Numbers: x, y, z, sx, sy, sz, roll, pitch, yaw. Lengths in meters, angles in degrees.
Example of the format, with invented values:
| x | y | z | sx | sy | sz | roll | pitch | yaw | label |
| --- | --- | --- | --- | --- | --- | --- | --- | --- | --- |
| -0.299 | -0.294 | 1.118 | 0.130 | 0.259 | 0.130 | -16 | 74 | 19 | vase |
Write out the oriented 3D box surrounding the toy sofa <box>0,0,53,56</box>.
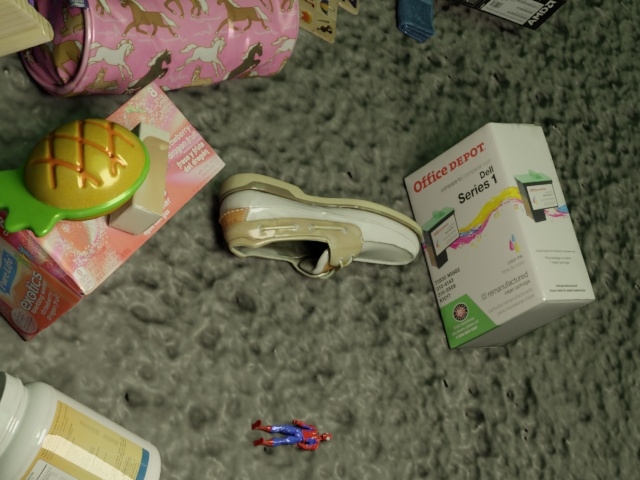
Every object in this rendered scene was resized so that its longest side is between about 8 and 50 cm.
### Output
| x | y | z | sx | sy | sz | roll | pitch | yaw | label |
| --- | --- | --- | --- | --- | --- | --- | --- | --- | --- |
| -0.412 | -0.385 | 1.851 | 0.177 | 0.150 | 0.362 | 43 | 35 | -62 | toy sofa |

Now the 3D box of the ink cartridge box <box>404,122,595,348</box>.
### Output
| x | y | z | sx | sy | sz | roll | pitch | yaw | label |
| --- | --- | --- | --- | --- | --- | --- | --- | --- | --- |
| 0.254 | -0.006 | 2.217 | 0.117 | 0.201 | 0.278 | 2 | 66 | -40 | ink cartridge box |

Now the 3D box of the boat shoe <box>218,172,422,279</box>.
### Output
| x | y | z | sx | sy | sz | roll | pitch | yaw | label |
| --- | --- | --- | --- | --- | --- | --- | --- | --- | --- |
| 0.000 | 0.000 | 2.073 | 0.302 | 0.113 | 0.103 | 12 | 60 | -23 | boat shoe |

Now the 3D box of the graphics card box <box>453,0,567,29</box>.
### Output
| x | y | z | sx | sy | sz | roll | pitch | yaw | label |
| --- | --- | --- | --- | --- | --- | --- | --- | --- | --- |
| 0.222 | -0.501 | 2.521 | 0.371 | 0.094 | 0.233 | 11 | 51 | -35 | graphics card box |

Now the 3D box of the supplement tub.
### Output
| x | y | z | sx | sy | sz | roll | pitch | yaw | label |
| --- | --- | --- | --- | --- | --- | --- | --- | --- | --- |
| -0.290 | 0.242 | 1.661 | 0.200 | 0.144 | 0.144 | 33 | 49 | -22 | supplement tub |

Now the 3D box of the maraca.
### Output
| x | y | z | sx | sy | sz | roll | pitch | yaw | label |
| --- | --- | --- | --- | --- | --- | --- | --- | --- | --- |
| -0.274 | -0.068 | 1.669 | 0.186 | 0.099 | 0.127 | -31 | 55 | -23 | maraca |

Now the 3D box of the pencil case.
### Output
| x | y | z | sx | sy | sz | roll | pitch | yaw | label |
| --- | --- | --- | --- | --- | --- | --- | --- | --- | --- |
| -0.205 | -0.286 | 2.020 | 0.386 | 0.167 | 0.160 | -10 | 41 | -43 | pencil case |

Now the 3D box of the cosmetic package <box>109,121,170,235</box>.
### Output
| x | y | z | sx | sy | sz | roll | pitch | yaw | label |
| --- | --- | --- | --- | --- | --- | --- | --- | --- | --- |
| -0.206 | -0.070 | 1.750 | 0.041 | 0.060 | 0.115 | 20 | 56 | -29 | cosmetic package |

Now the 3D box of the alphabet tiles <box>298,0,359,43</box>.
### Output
| x | y | z | sx | sy | sz | roll | pitch | yaw | label |
| --- | --- | --- | --- | --- | --- | --- | --- | --- | --- |
| -0.018 | -0.419 | 2.352 | 0.198 | 0.009 | 0.237 | 25 | 53 | -29 | alphabet tiles |

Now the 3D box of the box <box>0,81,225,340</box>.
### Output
| x | y | z | sx | sy | sz | roll | pitch | yaw | label |
| --- | --- | --- | --- | --- | --- | --- | --- | --- | --- |
| -0.272 | -0.039 | 1.826 | 0.142 | 0.154 | 0.300 | 50 | 46 | -8 | box |

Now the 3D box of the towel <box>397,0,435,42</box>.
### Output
| x | y | z | sx | sy | sz | roll | pitch | yaw | label |
| --- | --- | --- | --- | --- | --- | --- | --- | --- | --- |
| 0.152 | -0.379 | 2.459 | 0.067 | 0.029 | 0.119 | 21 | 55 | -30 | towel |

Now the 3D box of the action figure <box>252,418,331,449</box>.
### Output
| x | y | z | sx | sy | sz | roll | pitch | yaw | label |
| --- | --- | --- | --- | --- | --- | --- | --- | --- | --- |
| -0.033 | 0.249 | 1.960 | 0.115 | 0.030 | 0.038 | 10 | 56 | -39 | action figure |
